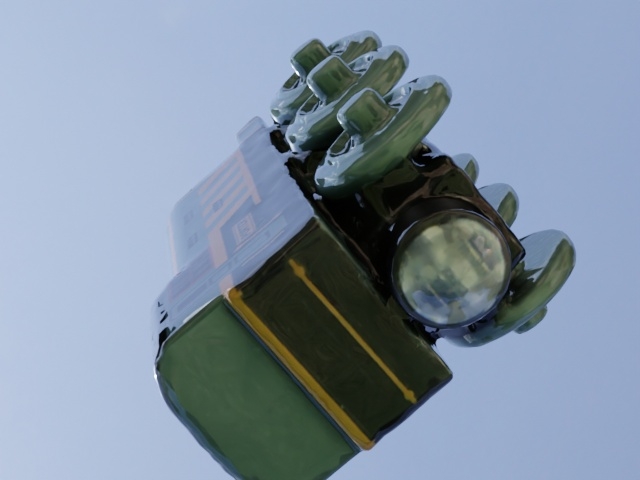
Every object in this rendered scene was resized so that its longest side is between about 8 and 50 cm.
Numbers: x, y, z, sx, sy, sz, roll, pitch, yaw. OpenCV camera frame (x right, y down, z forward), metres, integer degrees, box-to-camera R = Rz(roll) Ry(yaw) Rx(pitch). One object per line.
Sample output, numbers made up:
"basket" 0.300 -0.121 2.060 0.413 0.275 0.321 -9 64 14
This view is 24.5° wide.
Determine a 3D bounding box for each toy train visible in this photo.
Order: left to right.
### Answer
"toy train" 0.000 0.000 0.761 0.190 0.334 0.142 -39 -73 3
